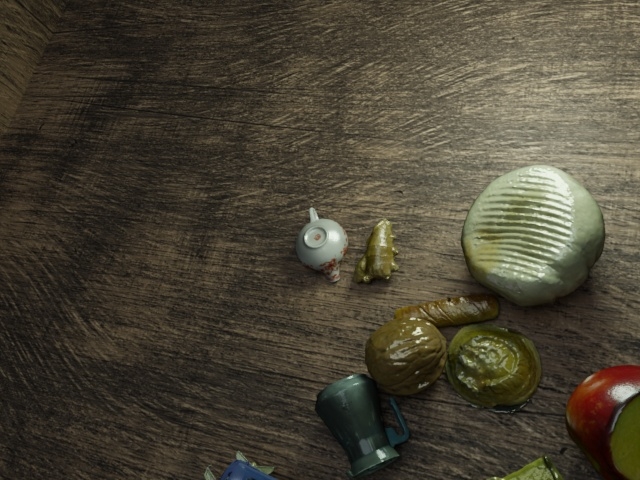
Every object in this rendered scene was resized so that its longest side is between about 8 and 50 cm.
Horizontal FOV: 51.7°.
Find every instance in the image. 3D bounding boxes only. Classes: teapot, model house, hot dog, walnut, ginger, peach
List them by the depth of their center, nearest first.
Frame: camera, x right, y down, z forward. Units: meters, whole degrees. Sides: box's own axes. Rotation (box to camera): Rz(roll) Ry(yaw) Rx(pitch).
[{"bbox_3d":[0.682,0.384,1.438,0.274,0.249,0.245,-31,37,0],"label":"peach"},{"bbox_3d":[0.441,0.610,1.458,0.234,0.175,0.193,-24,61,5],"label":"model house"},{"bbox_3d":[0.110,0.465,1.671,0.203,0.171,0.225,-15,65,-21],"label":"teapot"},{"bbox_3d":[0.221,0.292,1.678,0.213,0.213,0.213,-8,64,17],"label":"walnut"},{"bbox_3d":[0.332,0.196,1.763,0.285,0.061,0.088,-16,73,14],"label":"hot dog"},{"bbox_3d":[0.171,0.037,1.883,0.115,0.081,0.205,12,77,58],"label":"ginger"},{"bbox_3d":[0.000,0.000,1.960,0.159,0.116,0.246,-23,54,22],"label":"teapot"}]

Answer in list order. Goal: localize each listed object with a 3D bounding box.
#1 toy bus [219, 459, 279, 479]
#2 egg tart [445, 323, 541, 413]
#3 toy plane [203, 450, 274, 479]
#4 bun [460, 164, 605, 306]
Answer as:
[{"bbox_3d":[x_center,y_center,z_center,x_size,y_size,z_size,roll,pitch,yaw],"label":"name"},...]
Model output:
[{"bbox_3d":[-0.138,0.623,1.585,0.292,0.133,0.125,14,62,32],"label":"toy bus"},{"bbox_3d":[0.429,0.309,1.656,0.232,0.098,0.252,-43,63,2],"label":"egg tart"},{"bbox_3d":[-0.218,0.687,1.719,0.229,0.092,0.244,20,71,12],"label":"toy plane"},{"bbox_3d":[0.547,-0.004,1.684,0.365,0.219,0.365,-19,56,30],"label":"bun"}]
